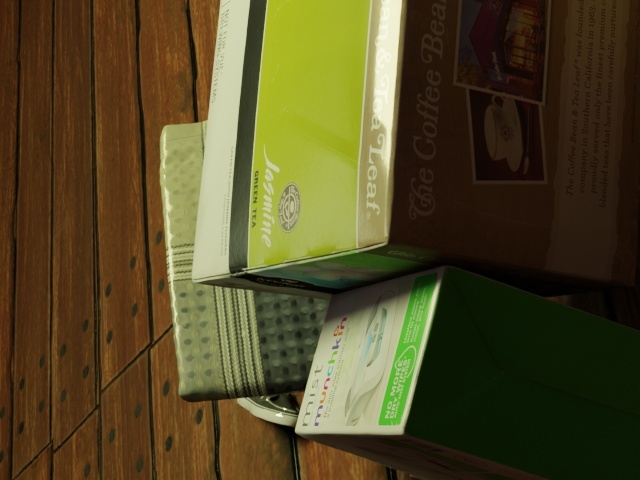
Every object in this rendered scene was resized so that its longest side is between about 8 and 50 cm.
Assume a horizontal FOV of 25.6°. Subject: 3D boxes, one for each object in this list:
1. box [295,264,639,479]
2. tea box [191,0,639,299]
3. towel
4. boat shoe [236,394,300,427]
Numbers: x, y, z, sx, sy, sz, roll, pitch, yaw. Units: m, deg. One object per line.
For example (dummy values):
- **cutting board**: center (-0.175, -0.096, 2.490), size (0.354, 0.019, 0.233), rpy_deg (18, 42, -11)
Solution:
- **box**: center (0.146, 0.127, 1.051), size (0.231, 0.262, 0.127), rpy_deg (158, 129, -71)
- **tea box**: center (0.071, -0.124, 1.104), size (0.323, 0.220, 0.329), rpy_deg (-11, 72, 62)
- **towel**: center (0.000, 0.000, 1.407), size (0.056, 0.312, 0.324), rpy_deg (76, -174, -61)
- **boat shoe**: center (-0.058, 0.184, 1.625), size (0.142, 0.049, 0.040), rpy_deg (15, 89, 62)
